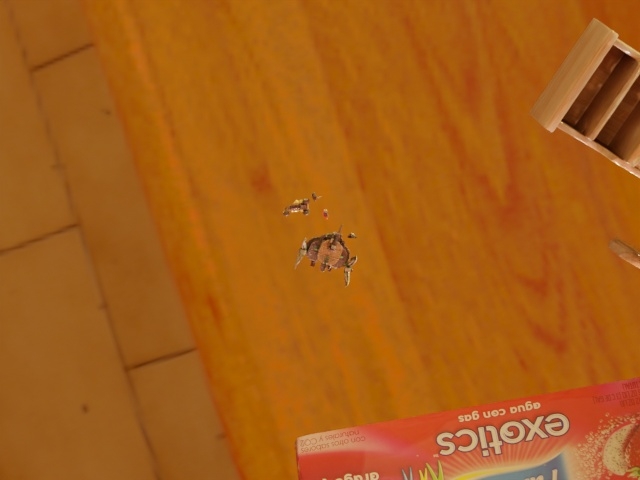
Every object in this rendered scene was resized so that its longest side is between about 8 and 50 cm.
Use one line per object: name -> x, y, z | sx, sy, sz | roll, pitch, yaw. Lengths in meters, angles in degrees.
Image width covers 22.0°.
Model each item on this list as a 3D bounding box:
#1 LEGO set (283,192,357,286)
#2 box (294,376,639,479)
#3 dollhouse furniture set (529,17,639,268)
LEGO set -> 0.002, -0.002, 1.307 | 0.054, 0.023, 0.083 | -11, 112, 0
box -> 0.122, 0.180, 1.016 | 0.257, 0.128, 0.123 | -10, 54, 3
dollhouse furniture set -> 0.317, -0.081, 1.454 | 0.212, 0.161, 0.242 | -57, 26, 12
